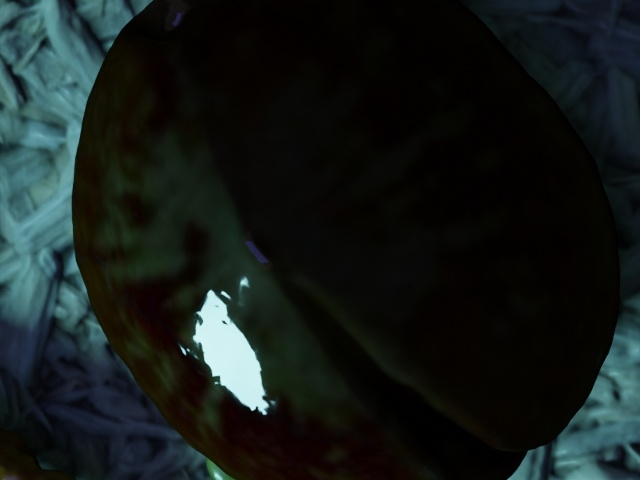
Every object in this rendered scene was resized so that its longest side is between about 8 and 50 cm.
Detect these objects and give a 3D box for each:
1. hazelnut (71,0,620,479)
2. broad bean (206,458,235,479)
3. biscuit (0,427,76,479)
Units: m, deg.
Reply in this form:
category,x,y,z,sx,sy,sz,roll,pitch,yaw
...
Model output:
category,x,y,z,sx,sy,sz,roll,pitch,yaw
hazelnut,0.000,0.000,1.432,0.402,0.402,0.429,-29,91,25
broad bean,-0.058,0.195,1.655,0.083,0.045,0.063,20,95,12
biscuit,-0.380,0.280,1.702,0.318,0.110,0.312,25,70,20
